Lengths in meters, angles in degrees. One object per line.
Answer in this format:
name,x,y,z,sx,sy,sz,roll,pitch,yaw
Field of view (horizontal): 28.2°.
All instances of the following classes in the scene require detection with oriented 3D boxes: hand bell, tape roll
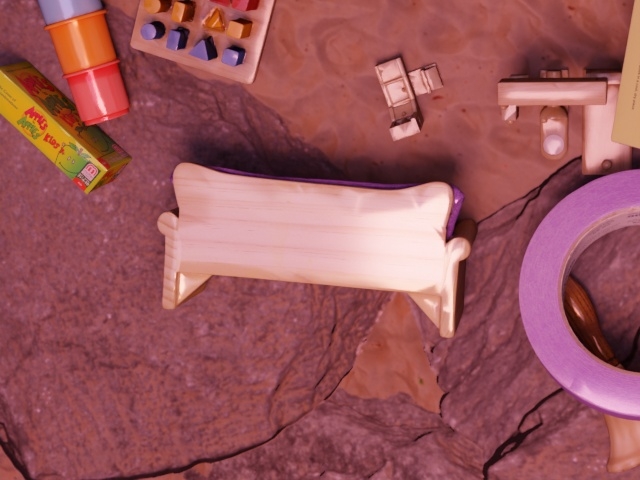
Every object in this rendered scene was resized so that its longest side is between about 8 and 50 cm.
hand bell,0.338,0.139,1.512,0.126,0.126,0.242,-30,83,16
tape roll,0.363,0.063,1.430,0.274,0.090,0.275,-3,78,12

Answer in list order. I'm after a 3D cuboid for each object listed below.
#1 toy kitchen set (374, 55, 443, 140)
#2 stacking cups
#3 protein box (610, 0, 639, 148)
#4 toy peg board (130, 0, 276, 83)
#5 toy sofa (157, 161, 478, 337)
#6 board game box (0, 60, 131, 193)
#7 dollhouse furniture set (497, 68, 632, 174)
toy kitchen set,0.106,-0.172,1.486,0.068,0.075,0.083,-18,103,13
stacking cups,-0.311,-0.296,1.538,0.096,0.096,0.316,-11,103,13
protein box,0.439,-0.187,1.339,0.201,0.136,0.200,19,116,31
toy peg board,-0.142,-0.281,1.509,0.161,0.079,0.161,18,105,7
toy sofa,0.000,0.000,1.508,0.362,0.150,0.177,4,98,10
board game box,-0.325,-0.141,1.569,0.181,0.092,0.043,43,107,-1
dollhouse furniture set,0.275,-0.123,1.425,0.144,0.151,0.123,1,103,13
